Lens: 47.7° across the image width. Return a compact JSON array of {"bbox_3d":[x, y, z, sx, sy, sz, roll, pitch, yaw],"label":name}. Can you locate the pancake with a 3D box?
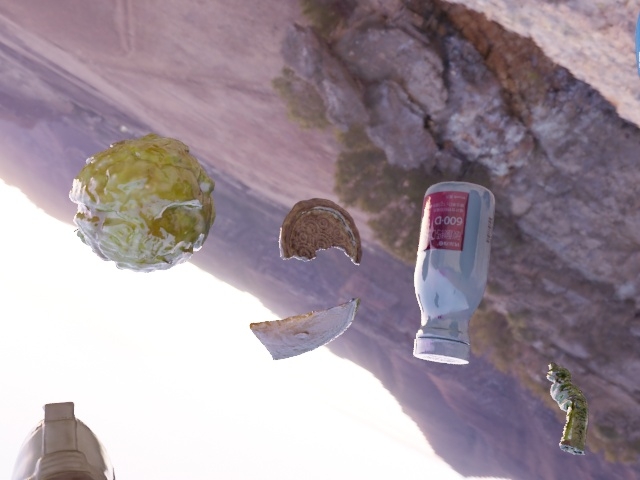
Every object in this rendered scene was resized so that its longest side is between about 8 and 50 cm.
[{"bbox_3d":[0.000,0.000,1.490,0.184,0.190,0.020,59,152,-11],"label":"pancake"}]

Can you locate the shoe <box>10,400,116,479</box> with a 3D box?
[{"bbox_3d":[-0.231,0.252,0.664,0.103,0.274,0.098,-2,-133,-22],"label":"shoe"}]

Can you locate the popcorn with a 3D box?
[{"bbox_3d":[-0.235,-0.050,0.974,0.198,0.198,0.212,31,-164,-20],"label":"popcorn"}]

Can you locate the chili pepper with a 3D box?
[{"bbox_3d":[0.193,0.128,0.561,0.027,0.083,0.022,-14,128,16],"label":"chili pepper"}]

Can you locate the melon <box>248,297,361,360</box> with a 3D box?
[{"bbox_3d":[-0.012,0.135,1.153,0.182,0.054,0.098,-15,139,15],"label":"melon"}]

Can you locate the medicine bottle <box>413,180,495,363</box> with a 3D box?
[{"bbox_3d":[0.162,0.040,0.898,0.091,0.216,0.090,9,166,2],"label":"medicine bottle"}]

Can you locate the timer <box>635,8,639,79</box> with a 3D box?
[{"bbox_3d":[0.430,-0.149,0.625,0.309,0.340,0.115,50,151,-11],"label":"timer"}]
